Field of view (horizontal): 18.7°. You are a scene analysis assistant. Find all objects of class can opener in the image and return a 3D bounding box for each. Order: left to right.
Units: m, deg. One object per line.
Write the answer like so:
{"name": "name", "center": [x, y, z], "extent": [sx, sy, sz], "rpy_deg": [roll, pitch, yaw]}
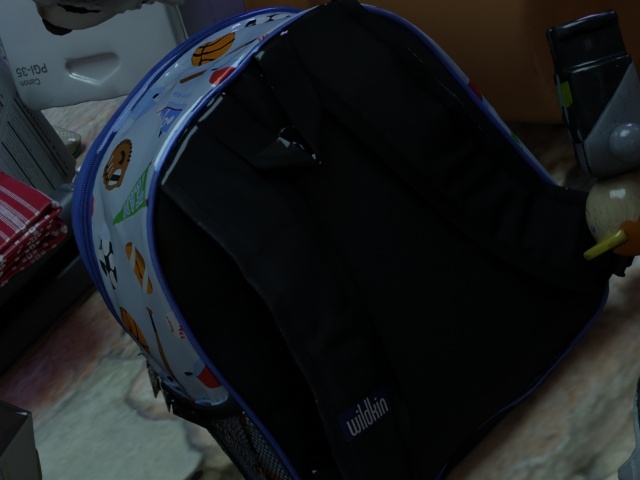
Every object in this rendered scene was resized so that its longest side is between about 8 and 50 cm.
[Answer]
{"name": "can opener", "center": [-0.173, -0.004, 1.459], "extent": [0.283, 0.076, 0.095], "rpy_deg": [-47, 28, -24]}

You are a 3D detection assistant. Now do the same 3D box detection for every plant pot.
{"name": "plant pot", "center": [0.117, -0.198, 1.291], "extent": [0.203, 0.291, 0.291], "rpy_deg": [24, 59, 38]}

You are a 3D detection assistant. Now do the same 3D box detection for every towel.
{"name": "towel", "center": [-0.306, 0.059, 1.401], "extent": [0.275, 0.031, 0.199], "rpy_deg": [-44, 21, -10]}

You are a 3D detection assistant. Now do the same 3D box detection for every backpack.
{"name": "backpack", "center": [0.000, 0.000, 1.079], "extent": [0.276, 0.263, 0.213], "rpy_deg": [-47, 31, -23]}

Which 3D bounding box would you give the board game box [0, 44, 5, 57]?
{"name": "board game box", "center": [-0.197, -0.333, 1.995], "extent": [0.302, 0.086, 0.308], "rpy_deg": [-11, 35, 34]}

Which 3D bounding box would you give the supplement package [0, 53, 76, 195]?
{"name": "supplement package", "center": [-0.368, -0.051, 1.595], "extent": [0.261, 0.204, 0.145], "rpy_deg": [-24, 30, 15]}

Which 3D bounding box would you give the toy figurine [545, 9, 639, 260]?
{"name": "toy figurine", "center": [0.245, -0.073, 1.028], "extent": [0.209, 0.148, 0.213], "rpy_deg": [-13, 5, 42]}

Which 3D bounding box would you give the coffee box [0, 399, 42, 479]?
{"name": "coffee box", "center": [-0.308, 0.211, 1.143], "extent": [0.168, 0.119, 0.297], "rpy_deg": [20, 50, 15]}

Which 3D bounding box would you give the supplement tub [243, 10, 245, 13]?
{"name": "supplement tub", "center": [-0.023, -0.121, 1.449], "extent": [0.117, 0.117, 0.190], "rpy_deg": [-6, 38, 40]}

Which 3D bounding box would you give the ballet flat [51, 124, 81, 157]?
{"name": "ballet flat", "center": [-0.286, -0.083, 1.724], "extent": [0.168, 0.052, 0.057], "rpy_deg": [-10, 35, 36]}

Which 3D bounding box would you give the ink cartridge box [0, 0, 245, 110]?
{"name": "ink cartridge box", "center": [-0.107, -0.220, 1.614], "extent": [0.207, 0.117, 0.283], "rpy_deg": [-5, 21, 40]}

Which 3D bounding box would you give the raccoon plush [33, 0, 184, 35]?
{"name": "raccoon plush", "center": [-0.086, -0.344, 1.292], "extent": [0.216, 0.447, 0.299], "rpy_deg": [21, 17, 29]}

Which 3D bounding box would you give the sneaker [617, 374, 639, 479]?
{"name": "sneaker", "center": [0.231, 0.052, 0.955], "extent": [0.228, 0.086, 0.132], "rpy_deg": [-41, 27, -13]}
